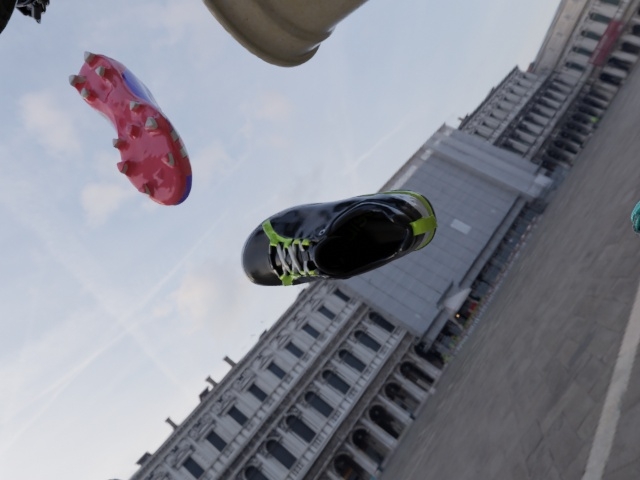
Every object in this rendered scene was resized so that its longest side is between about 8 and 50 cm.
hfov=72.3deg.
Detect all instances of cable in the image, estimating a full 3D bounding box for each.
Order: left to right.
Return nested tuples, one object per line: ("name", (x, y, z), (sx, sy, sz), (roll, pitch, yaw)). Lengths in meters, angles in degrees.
("cable", (-0.581, -0.505, 0.804), (0.151, 0.184, 0.047), (-29, 18, 53))

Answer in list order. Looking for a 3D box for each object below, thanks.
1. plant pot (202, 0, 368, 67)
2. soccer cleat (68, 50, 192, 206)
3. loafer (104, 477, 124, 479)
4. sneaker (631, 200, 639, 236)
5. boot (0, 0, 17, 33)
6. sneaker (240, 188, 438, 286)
("plant pot", (0.018, -0.457, 0.595), (0.334, 0.306, 0.333), (16, -111, -51))
("soccer cleat", (-0.212, -0.136, 0.534), (0.083, 0.248, 0.095), (-47, -21, 16))
("loafer", (-0.103, 0.154, 0.211), (0.223, 0.078, 0.076), (-24, -56, 17))
("sneaker", (0.294, -0.018, 0.368), (0.076, 0.065, 0.166), (-28, -45, 0))
("boot", (-0.364, -0.151, 0.349), (0.085, 0.179, 0.236), (48, -130, -50))
("sneaker", (0.000, 0.000, 0.439), (0.235, 0.084, 0.097), (-18, 6, 27))
